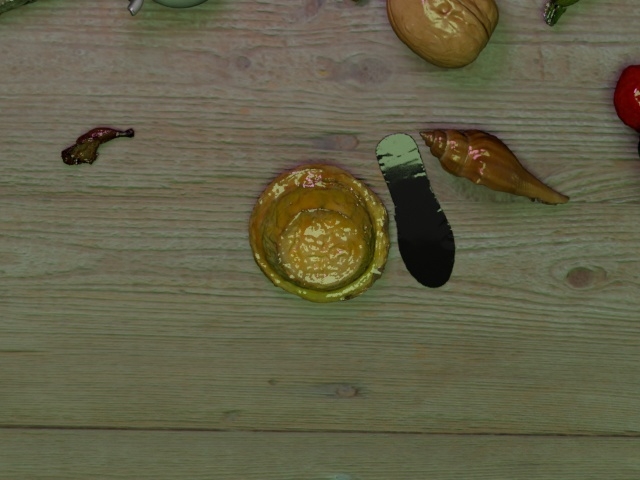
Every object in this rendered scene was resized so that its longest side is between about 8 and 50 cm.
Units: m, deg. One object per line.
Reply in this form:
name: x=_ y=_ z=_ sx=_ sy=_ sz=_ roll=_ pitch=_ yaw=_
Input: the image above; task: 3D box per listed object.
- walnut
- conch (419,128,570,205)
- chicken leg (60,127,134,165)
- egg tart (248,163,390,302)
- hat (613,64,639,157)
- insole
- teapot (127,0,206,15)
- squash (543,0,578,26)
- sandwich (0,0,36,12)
walnut: x=0.206 y=-0.391 z=1.737 sx=0.197 sy=0.165 sz=0.165 roll=42 pitch=105 yaw=-16
conch: x=0.326 y=-0.140 z=1.856 sx=0.330 sy=0.109 sz=0.093 roll=16 pitch=102 yaw=-15
chicken leg: x=-0.418 y=-0.180 z=1.887 sx=0.145 sy=0.037 sz=0.062 roll=-30 pitch=128 yaw=12
egg tart: x=0.000 y=0.000 z=1.905 sx=0.288 sy=0.118 sz=0.288 roll=-1 pitch=112 yaw=-2
hat: x=0.659 y=-0.188 z=1.770 sx=0.332 sy=0.242 sz=0.274 roll=43 pitch=93 yaw=0
insole: x=0.183 y=-0.053 z=1.935 sx=0.109 sy=0.007 sz=0.322 roll=-19 pitch=108 yaw=6
teapot: x=-0.229 y=-0.485 z=1.697 sx=0.294 sy=0.129 sz=0.193 roll=-41 pitch=133 yaw=-11
squash: x=0.504 y=-0.493 z=1.738 sx=0.318 sy=0.071 sz=0.080 roll=-37 pitch=106 yaw=13
sandwich: x=-0.468 y=-0.482 z=1.747 sx=0.254 sy=0.099 sz=0.288 roll=25 pitch=107 yaw=-7
